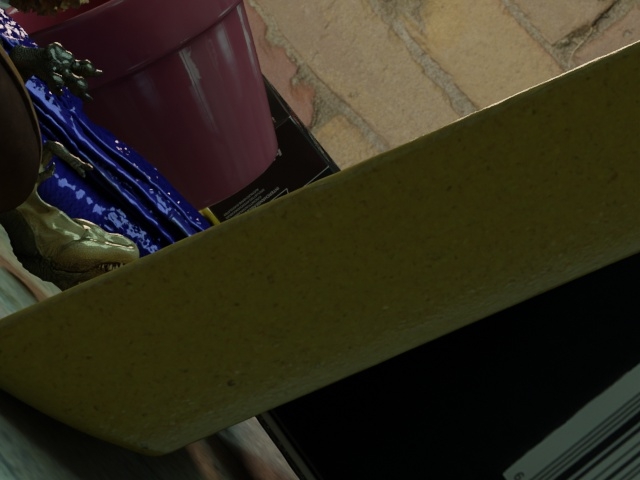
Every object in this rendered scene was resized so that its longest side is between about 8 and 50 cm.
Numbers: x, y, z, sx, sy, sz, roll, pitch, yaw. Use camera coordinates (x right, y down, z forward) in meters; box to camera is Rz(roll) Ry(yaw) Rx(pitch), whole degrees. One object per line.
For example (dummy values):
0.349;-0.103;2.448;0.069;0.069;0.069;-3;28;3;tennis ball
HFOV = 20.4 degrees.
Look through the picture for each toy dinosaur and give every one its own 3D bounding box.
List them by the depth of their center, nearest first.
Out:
-0.175;-0.085;0.883;0.268;0.118;0.064;49;34;-5;toy dinosaur

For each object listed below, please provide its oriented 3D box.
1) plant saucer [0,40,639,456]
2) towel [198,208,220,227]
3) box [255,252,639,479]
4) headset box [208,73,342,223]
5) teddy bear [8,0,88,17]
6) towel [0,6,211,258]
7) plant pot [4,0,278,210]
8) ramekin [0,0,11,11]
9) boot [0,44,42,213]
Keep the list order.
0.028;0.010;0.846;0.333;0.333;0.081;-8;75;-85;plant saucer
-0.058;0.040;1.652;0.102;0.021;0.237;47;4;-33;towel
0.257;0.235;1.073;0.480;0.297;0.472;51;-1;35;box
0.000;0.000;1.640;0.293;0.110;0.218;51;3;-21;headset box
-0.292;-0.248;1.164;0.245;0.113;0.338;40;-1;24;teddy bear
-0.141;-0.043;1.116;0.308;0.076;0.227;47;5;-20;towel
-0.126;-0.122;1.353;0.180;0.201;0.201;64;-2;-22;plant pot
-0.239;-0.283;1.538;0.207;0.207;0.109;49;-5;4;ramekin
-0.179;-0.026;0.709;0.248;0.090;0.207;51;15;-50;boot
